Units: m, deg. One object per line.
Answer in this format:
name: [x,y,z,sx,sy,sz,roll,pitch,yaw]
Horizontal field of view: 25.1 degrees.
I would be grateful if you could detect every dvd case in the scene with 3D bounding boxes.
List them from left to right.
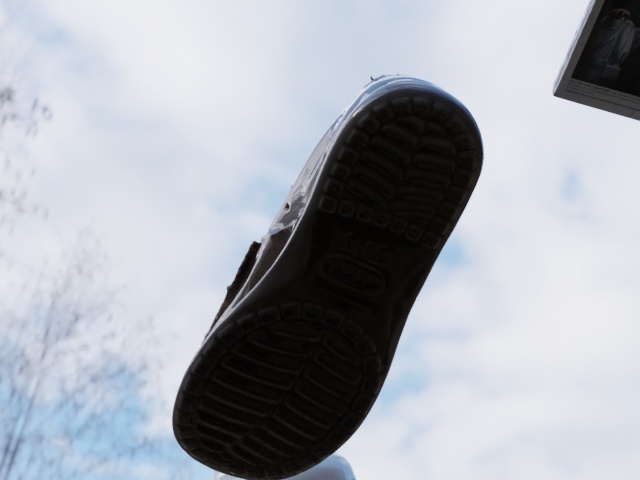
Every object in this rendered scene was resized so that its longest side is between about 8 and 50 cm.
dvd case: [0.364,-0.226,1.481,0.179,0.029,0.238,15,-51,-4]

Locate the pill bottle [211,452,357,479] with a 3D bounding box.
pill bottle: [-0.033,0.327,1.525,0.176,0.318,0.176,-14,-10,-2]

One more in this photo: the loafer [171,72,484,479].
loafer: [0.010,0.030,1.076,0.134,0.130,0.366,29,-65,-10]
